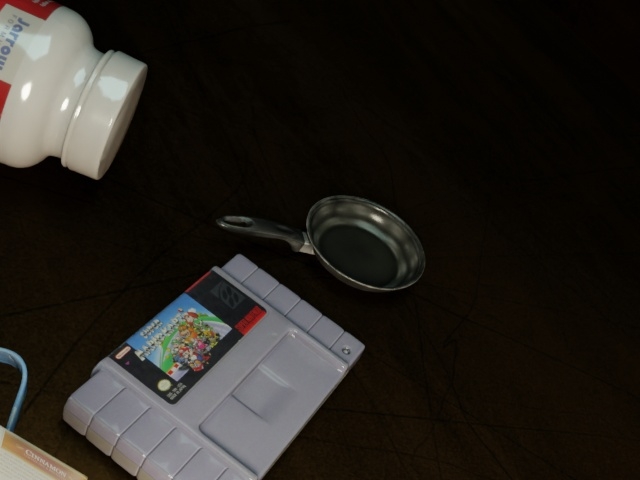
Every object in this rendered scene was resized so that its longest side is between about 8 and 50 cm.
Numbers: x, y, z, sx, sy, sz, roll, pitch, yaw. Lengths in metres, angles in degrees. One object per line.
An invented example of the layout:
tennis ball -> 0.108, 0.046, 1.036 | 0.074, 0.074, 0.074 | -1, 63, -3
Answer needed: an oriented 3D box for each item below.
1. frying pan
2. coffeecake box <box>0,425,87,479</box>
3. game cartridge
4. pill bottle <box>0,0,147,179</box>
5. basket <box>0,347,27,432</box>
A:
frying pan -> 0.018, 0.020, 1.374 | 0.326, 0.053, 0.197 | -15, 55, -39
coffeecake box -> -0.257, 0.222, 0.685 | 0.142, 0.068, 0.185 | 39, 14, -22
game cartridge -> -0.116, 0.165, 1.127 | 0.230, 0.068, 0.355 | 39, 39, 6
pill bottle -> -0.454, -0.238, 1.229 | 0.407, 0.229, 0.229 | 23, 38, -7
basket -> -0.416, 0.196, 0.785 | 0.288, 0.201, 0.255 | 9, 49, -12
